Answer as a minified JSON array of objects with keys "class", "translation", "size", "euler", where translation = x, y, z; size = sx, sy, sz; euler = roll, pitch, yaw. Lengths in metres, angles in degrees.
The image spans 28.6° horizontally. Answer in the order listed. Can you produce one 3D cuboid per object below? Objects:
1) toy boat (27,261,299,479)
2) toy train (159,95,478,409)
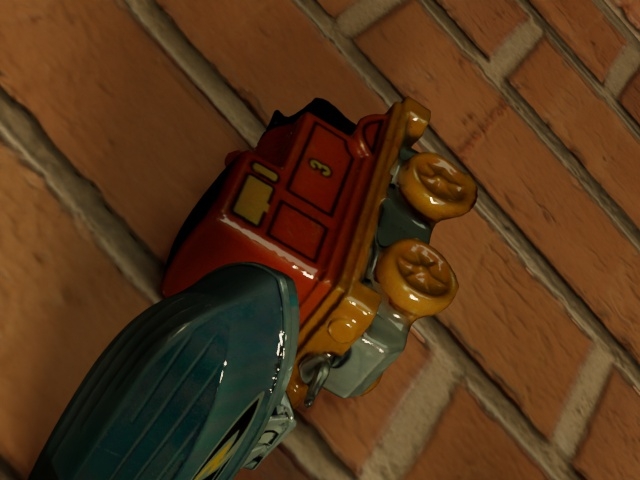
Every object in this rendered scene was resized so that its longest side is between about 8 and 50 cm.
[{"class":"toy boat","translation":[-0.093,0.117,0.803],"size":[0.122,0.296,0.114],"euler":[-4,52,-44]},{"class":"toy train","translation":[0.000,0.000,1.142],"size":[0.232,0.163,0.369],"euler":[32,38,-10]}]
